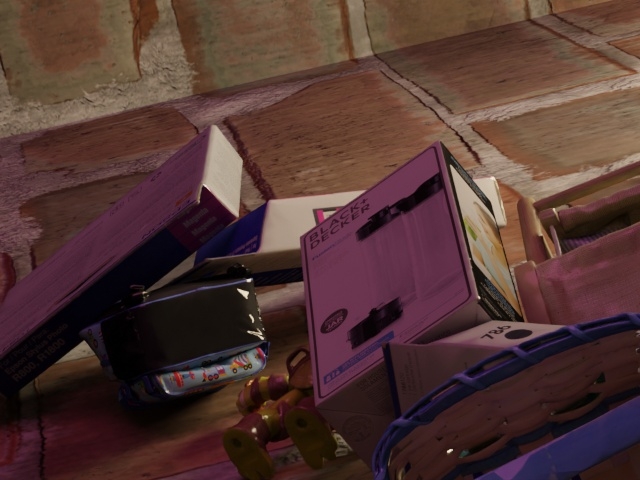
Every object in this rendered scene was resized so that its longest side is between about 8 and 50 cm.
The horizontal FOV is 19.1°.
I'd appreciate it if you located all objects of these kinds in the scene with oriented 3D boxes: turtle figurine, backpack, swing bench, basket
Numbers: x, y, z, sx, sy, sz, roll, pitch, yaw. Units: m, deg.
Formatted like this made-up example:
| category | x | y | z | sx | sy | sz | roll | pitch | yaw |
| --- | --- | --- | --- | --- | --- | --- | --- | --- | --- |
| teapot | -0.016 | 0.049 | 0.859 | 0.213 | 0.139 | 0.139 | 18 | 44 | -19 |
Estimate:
| category | x | y | z | sx | sy | sz | roll | pitch | yaw |
| --- | --- | --- | --- | --- | --- | --- | --- | --- | --- |
| turtle figurine | 0.017 | 0.136 | 1.729 | 0.269 | 0.087 | 0.217 | -3 | 18 | 26 |
| backpack | -0.153 | 0.104 | 1.901 | 0.158 | 0.117 | 0.173 | -12 | -6 | -35 |
| swing bench | 0.314 | 0.024 | 1.668 | 0.253 | 0.165 | 0.255 | -23 | 13 | 13 |
| basket | 0.148 | 0.161 | 1.193 | 0.254 | 0.201 | 0.289 | -25 | -14 | 0 |

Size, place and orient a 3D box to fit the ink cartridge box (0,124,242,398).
| category | x | y | z | sx | sy | sz | roll | pitch | yaw |
| --- | --- | --- | --- | --- | --- | --- | --- | --- | --- |
| ink cartridge box | -0.226 | 0.032 | 2.054 | 0.324 | 0.071 | 0.330 | -38 | 15 | 11 |

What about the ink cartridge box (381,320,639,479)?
| category | x | y | z | sx | sy | sz | roll | pitch | yaw |
| --- | --- | --- | --- | --- | --- | --- | --- | --- | --- |
| ink cartridge box | 0.204 | 0.149 | 1.417 | 0.332 | 0.165 | 0.065 | 3 | 21 | 38 |

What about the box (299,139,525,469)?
| category | x | y | z | sx | sy | sz | roll | pitch | yaw |
| --- | --- | --- | --- | --- | --- | --- | --- | --- | --- |
| box | 0.075 | 0.050 | 1.633 | 0.169 | 0.087 | 0.290 | -35 | 25 | 16 |

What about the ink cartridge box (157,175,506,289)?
| category | x | y | z | sx | sy | sz | roll | pitch | yaw |
| --- | --- | --- | --- | --- | --- | --- | --- | --- | --- |
| ink cartridge box | 0.000 | 0.000 | 2.027 | 0.370 | 0.069 | 0.175 | -9 | -11 | -31 |
